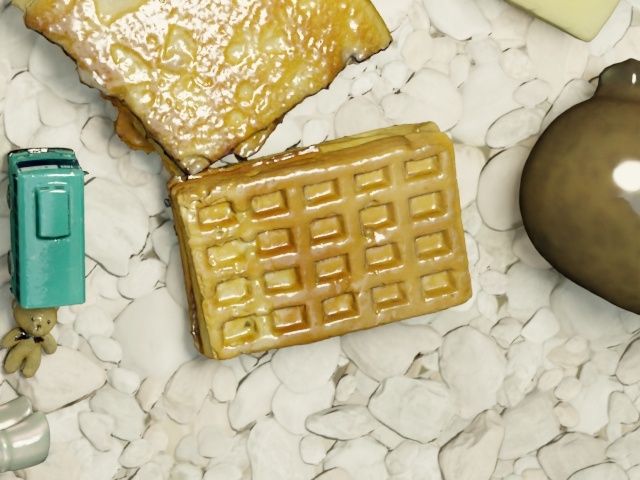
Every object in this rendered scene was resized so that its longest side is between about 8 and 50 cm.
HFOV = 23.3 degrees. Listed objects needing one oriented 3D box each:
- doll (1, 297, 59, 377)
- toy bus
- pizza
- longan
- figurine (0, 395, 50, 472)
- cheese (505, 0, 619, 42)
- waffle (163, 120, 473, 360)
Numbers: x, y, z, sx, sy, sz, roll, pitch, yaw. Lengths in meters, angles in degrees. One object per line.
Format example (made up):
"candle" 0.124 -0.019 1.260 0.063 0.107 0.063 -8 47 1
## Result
"doll" -0.319 0.104 1.708 0.061 0.051 0.093 10 131 -22
"toy bus" -0.290 -0.013 1.646 0.079 0.092 0.160 -3 106 -19
"pizza" -0.118 -0.206 1.637 0.409 0.114 0.277 -4 106 -17
"longan" 0.368 -0.060 1.776 0.300 0.243 0.300 1 88 -36
"figurine" -0.467 0.231 1.587 0.382 0.224 0.205 4 107 -20
"cheese" 0.242 -0.382 1.704 0.265 0.124 0.242 25 100 -23
"waffle" 0.000 0.000 1.747 0.328 0.098 0.224 -13 107 -16
